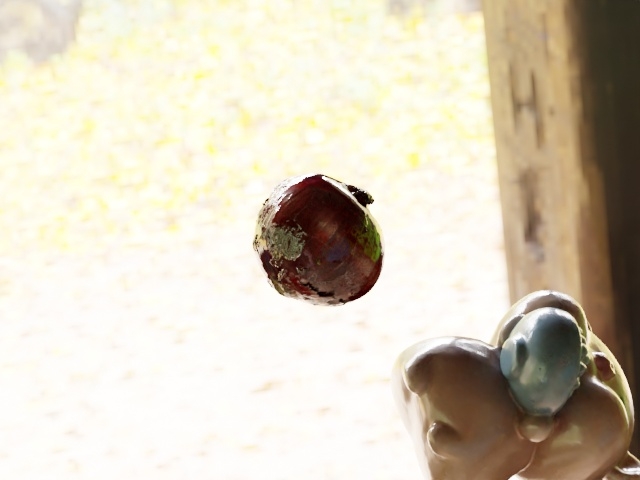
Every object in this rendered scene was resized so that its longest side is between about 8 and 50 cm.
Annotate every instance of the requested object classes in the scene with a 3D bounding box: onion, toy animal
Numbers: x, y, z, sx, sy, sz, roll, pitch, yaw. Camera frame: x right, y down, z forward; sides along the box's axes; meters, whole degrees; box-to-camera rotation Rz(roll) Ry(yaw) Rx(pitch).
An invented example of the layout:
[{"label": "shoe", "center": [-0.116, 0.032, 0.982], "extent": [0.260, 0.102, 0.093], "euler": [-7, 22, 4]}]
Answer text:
[{"label": "onion", "center": [0.000, 0.000, 1.580], "extent": [0.131, 0.131, 0.131], "euler": [-7, 16, 2]}, {"label": "toy animal", "center": [0.190, 0.170, 1.741], "extent": [0.221, 0.210, 0.229], "euler": [-27, -29, 14]}]
